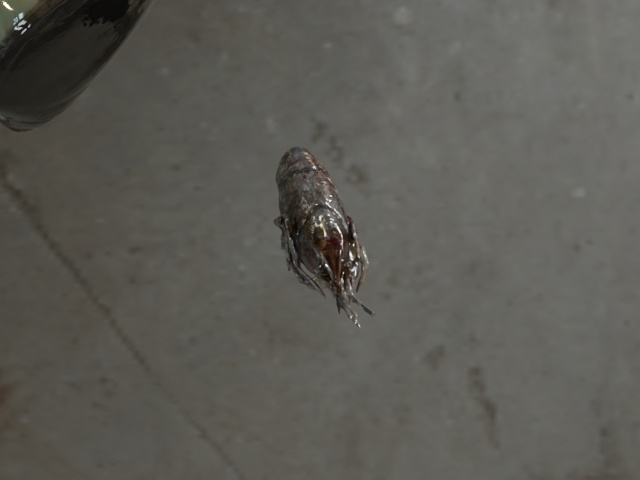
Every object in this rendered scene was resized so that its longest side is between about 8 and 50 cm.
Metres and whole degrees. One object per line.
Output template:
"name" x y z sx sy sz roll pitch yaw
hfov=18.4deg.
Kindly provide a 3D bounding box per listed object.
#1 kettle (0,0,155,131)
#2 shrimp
"kettle" -0.222 -0.193 1.177 0.255 0.240 0.165 47 58 7
"shrimp" 0.000 0.000 1.327 0.057 0.065 0.165 -10 53 -5
